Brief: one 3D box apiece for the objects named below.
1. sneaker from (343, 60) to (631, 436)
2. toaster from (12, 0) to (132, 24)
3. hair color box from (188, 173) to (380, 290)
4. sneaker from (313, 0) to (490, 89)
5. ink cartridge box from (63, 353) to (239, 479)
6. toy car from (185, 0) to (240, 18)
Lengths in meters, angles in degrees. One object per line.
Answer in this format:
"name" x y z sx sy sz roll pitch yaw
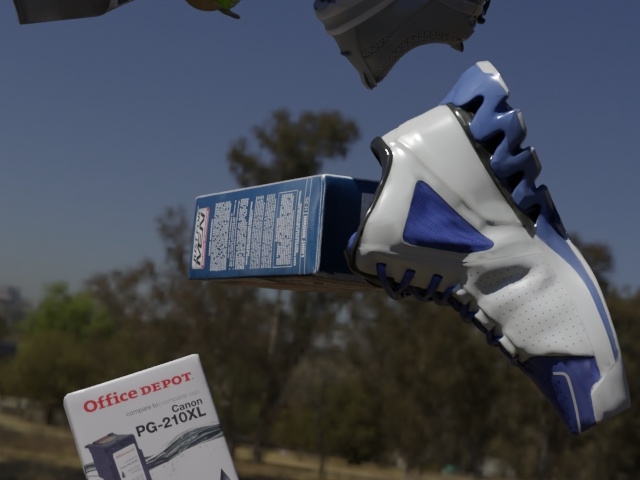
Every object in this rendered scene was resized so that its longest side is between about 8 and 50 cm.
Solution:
"sneaker" 0.123 0.027 1.215 0.182 0.315 0.127 -24 -9 4
"toaster" -0.314 -0.355 1.889 0.186 0.110 0.168 -3 18 21
"hair color box" 0.000 0.000 1.569 0.174 0.105 0.347 7 -5 -25
"sneaker" 0.132 -0.251 1.463 0.281 0.115 0.105 -27 19 -8
"ink cartridge box" -0.196 0.275 1.752 0.172 0.237 0.100 -17 -8 -12
"toy car" -0.152 -0.388 2.086 0.155 0.149 0.188 40 -16 11
